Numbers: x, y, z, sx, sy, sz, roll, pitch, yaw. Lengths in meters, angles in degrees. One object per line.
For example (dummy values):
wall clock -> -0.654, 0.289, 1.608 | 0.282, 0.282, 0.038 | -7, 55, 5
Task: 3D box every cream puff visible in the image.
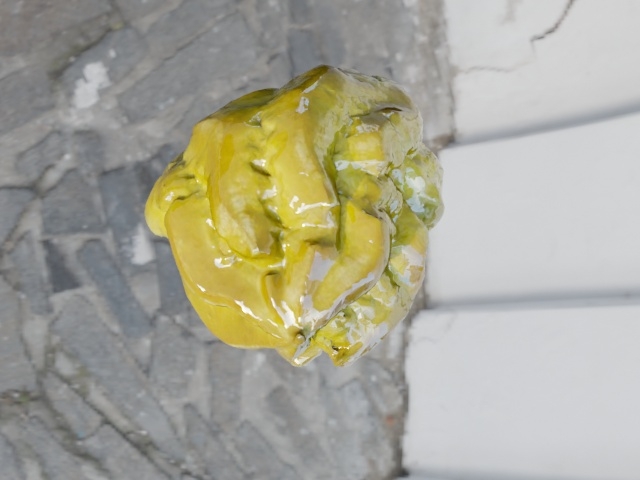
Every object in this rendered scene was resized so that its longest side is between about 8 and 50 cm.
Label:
cream puff -> 0.001, 0.000, 1.235 | 0.257, 0.291, 0.324 | 65, 4, 26
